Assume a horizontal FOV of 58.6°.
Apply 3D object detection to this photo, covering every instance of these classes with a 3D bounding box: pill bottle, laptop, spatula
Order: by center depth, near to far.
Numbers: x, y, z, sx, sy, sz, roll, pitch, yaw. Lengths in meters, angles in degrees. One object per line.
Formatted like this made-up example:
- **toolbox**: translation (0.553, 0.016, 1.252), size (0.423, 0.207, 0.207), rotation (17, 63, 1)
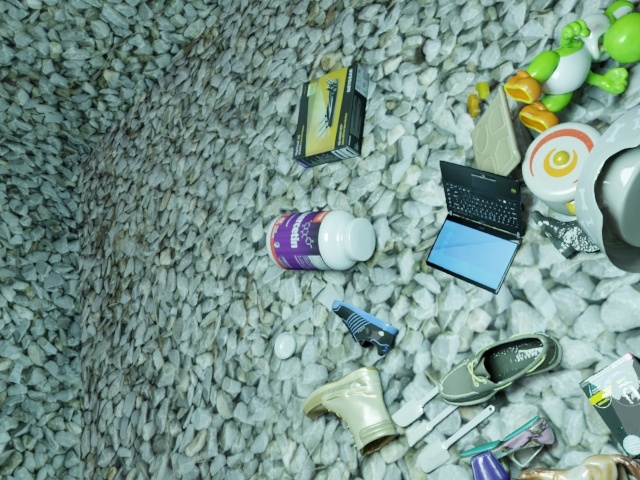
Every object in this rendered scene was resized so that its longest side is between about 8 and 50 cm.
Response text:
- **spatula**: translation (0.303, 0.431, 1.396), size (0.242, 0.019, 0.168), rotation (-44, 48, 15)
- **laptop**: translation (0.372, -0.039, 1.437), size (0.136, 0.264, 0.234), rotation (-38, 40, -25)
- **pill bottle**: translation (0.000, 0.000, 1.726), size (0.323, 0.181, 0.182), rotation (-3, 71, 41)

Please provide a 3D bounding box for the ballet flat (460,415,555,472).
- **ballet flat**: translation (0.412, 0.464, 1.251), size (0.221, 0.077, 0.079), rotation (-37, 71, 25)

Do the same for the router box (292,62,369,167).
- **router box**: translation (0.034, -0.418, 1.936), size (0.243, 0.081, 0.309), rotation (-8, 68, 40)

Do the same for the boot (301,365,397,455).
- **boot**: translation (0.073, 0.480, 1.530), size (0.262, 0.095, 0.203), rotation (-33, 55, 23)

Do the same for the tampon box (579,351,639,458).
- **tampon box**: translation (0.610, 0.321, 1.102), size (0.120, 0.101, 0.161), rotation (-43, 50, 22)

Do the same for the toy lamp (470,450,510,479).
- **toy lamp**: translation (0.388, 0.577, 1.175), size (0.080, 0.080, 0.275), rotation (-31, 71, 29)

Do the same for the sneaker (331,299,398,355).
- **sneaker**: translation (0.107, 0.242, 1.601), size (0.232, 0.081, 0.090), rotation (22, 81, 43)

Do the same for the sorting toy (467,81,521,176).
- **sorting toy**: translation (0.440, -0.281, 1.454), size (0.041, 0.229, 0.307), rotation (-1, 65, -6)

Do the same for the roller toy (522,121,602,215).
- **roller toy**: translation (0.570, -0.161, 1.303), size (0.191, 0.146, 0.209), rotation (19, 87, 45)

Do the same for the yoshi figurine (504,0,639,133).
- **yoshi figurine**: translation (0.625, -0.417, 1.321), size (0.362, 0.203, 0.203), rotation (-43, 77, -2)

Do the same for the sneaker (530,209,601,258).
- **sneaker**: translation (0.570, -0.024, 1.318), size (0.089, 0.051, 0.170), rotation (-42, 55, 22)

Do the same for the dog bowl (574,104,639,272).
- **dog bowl**: translation (0.646, -0.111, 1.094), size (0.349, 0.348, 0.102), rotation (-53, 33, 12)

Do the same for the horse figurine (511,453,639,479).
- **horse figurine**: translation (0.537, 0.496, 1.124), size (0.263, 0.066, 0.174), rotation (-41, 56, 26)

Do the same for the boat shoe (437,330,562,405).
- **boat shoe**: translation (0.393, 0.291, 1.309), size (0.305, 0.091, 0.109), rotation (-32, 54, 25)

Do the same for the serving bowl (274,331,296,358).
- **serving bowl**: translation (-0.105, 0.332, 1.792), size (0.083, 0.027, 0.083), rotation (-17, 63, 36)
